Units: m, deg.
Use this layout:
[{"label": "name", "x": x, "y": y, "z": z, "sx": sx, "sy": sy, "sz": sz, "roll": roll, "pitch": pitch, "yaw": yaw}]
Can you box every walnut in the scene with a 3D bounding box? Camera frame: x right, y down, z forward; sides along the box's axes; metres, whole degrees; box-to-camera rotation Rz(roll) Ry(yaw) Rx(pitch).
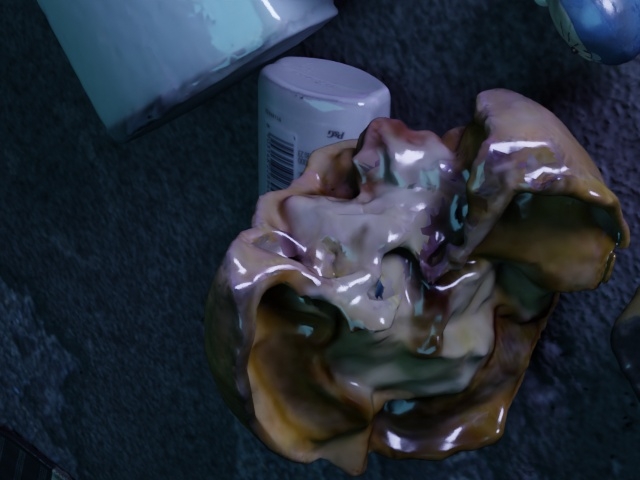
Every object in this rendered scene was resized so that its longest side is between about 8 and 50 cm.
[{"label": "walnut", "x": 0.049, "y": 0.021, "z": 0.799, "sx": 0.141, "sy": 0.238, "sz": 0.204, "roll": -111, "pitch": -5, "yaw": -47}]

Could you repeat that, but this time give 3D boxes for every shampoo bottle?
[{"label": "shampoo bottle", "x": 0.000, "y": 0.000, "z": 0.902, "sx": 0.086, "sy": 0.056, "sz": 0.227, "roll": 21, "pitch": 125, "yaw": 31}]

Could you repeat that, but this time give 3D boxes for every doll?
[{"label": "doll", "x": 0.132, "y": -0.125, "z": 0.715, "sx": 0.050, "sy": 0.076, "sz": 0.083, "roll": -39, "pitch": 77, "yaw": 11}]

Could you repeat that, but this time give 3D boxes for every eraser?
[{"label": "eraser", "x": -0.126, "y": -0.220, "z": 0.855, "sx": 0.189, "sy": 0.104, "sz": 0.290, "roll": -21, "pitch": 98, "yaw": 50}]

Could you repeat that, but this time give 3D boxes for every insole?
[{"label": "insole", "x": -0.192, "y": 0.263, "z": 1.248, "sx": 0.309, "sy": 0.012, "sz": 0.110, "roll": 34, "pitch": 133, "yaw": 21}]

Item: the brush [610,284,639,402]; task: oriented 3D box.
[{"label": "brush", "x": 0.244, "y": 0.106, "z": 0.749, "sx": 0.123, "sy": 0.059, "sz": 0.197, "roll": -19, "pitch": 100, "yaw": 43}]
